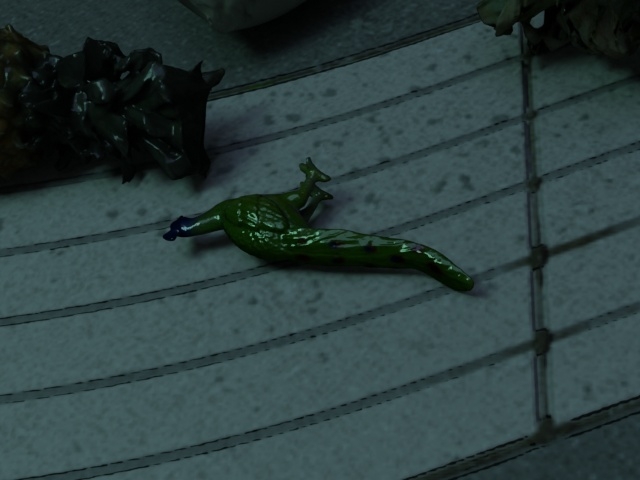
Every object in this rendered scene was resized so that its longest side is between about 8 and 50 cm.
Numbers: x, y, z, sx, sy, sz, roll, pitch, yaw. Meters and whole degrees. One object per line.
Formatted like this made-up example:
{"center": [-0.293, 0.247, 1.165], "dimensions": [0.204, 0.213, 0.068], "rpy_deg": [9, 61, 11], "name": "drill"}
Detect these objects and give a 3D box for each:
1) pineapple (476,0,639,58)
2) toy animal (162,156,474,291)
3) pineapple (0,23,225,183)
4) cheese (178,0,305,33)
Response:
{"center": [0.225, -0.186, 0.769], "dimensions": [0.271, 0.262, 0.263], "rpy_deg": [-1, 47, 31], "name": "pineapple"}
{"center": [0.004, -0.013, 0.777], "dimensions": [0.216, 0.041, 0.075], "rpy_deg": [9, 53, 19], "name": "toy animal"}
{"center": [-0.196, -0.097, 0.868], "dimensions": [0.248, 0.128, 0.128], "rpy_deg": [6, 50, 14], "name": "pineapple"}
{"center": [-0.053, -0.270, 0.951], "dimensions": [0.189, 0.154, 0.198], "rpy_deg": [-38, 49, 8], "name": "cheese"}
